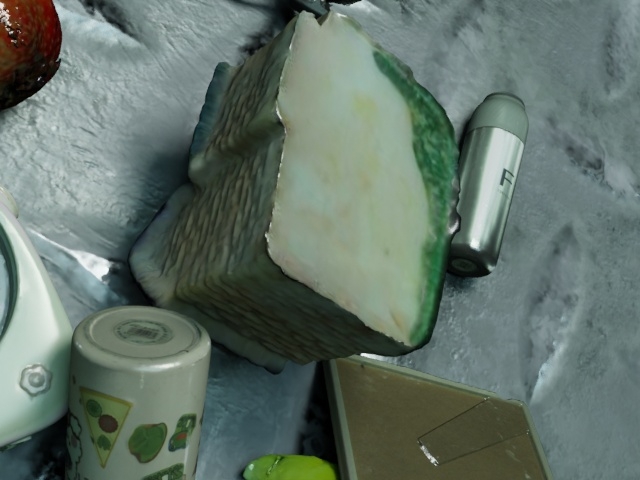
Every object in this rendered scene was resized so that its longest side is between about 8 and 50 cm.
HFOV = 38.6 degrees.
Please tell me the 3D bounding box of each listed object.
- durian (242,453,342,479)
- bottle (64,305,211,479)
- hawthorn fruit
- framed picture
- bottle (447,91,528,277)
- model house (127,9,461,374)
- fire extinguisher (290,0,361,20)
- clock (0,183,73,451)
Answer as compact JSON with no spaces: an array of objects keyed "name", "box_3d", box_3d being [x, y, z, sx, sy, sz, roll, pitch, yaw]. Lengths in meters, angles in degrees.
[{"name":"durian","box_3d":[0.028,0.319,0.937,0.139,0.101,0.250,-21,79,-31]},{"name":"bottle","box_3d":[-0.168,0.192,0.812,0.120,0.120,0.253,-2,112,-29]},{"name":"hawthorn fruit","box_3d":[-0.358,-0.226,0.861,0.235,0.181,0.181,48,59,-7]},{"name":"framed picture","box_3d":[0.142,0.232,1.015,0.290,0.020,0.211,18,37,-23]},{"name":"bottle","box_3d":[0.215,-0.072,1.182,0.096,0.080,0.253,52,48,-51]},{"name":"model house","box_3d":[-0.044,-0.032,0.919,0.243,0.284,0.298,36,52,-35]},{"name":"fire extinguisher","box_3d":[-0.035,-0.425,1.156,0.200,0.113,0.375,-2,68,15]},{"name":"clock","box_3d":[-0.377,0.051,0.800,0.265,0.109,0.324,-17,82,-30]}]
